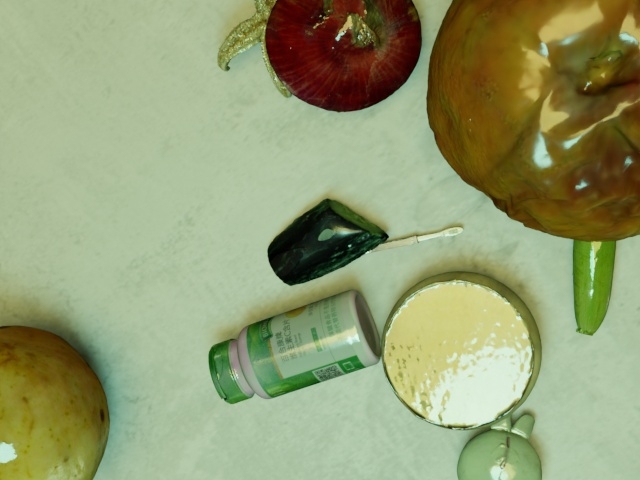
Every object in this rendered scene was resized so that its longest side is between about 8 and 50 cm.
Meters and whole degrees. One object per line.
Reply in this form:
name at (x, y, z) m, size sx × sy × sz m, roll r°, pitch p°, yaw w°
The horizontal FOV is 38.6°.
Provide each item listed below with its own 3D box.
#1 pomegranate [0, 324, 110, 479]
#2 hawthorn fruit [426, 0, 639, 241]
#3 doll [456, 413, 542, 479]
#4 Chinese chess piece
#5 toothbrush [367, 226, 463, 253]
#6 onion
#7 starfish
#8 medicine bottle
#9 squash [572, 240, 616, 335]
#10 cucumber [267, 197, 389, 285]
pomegranate at (-0.544, 0.349, 1.537) m, size 0.410 × 0.410 × 0.409 m, roll 2°, pitch 99°, yaw 11°
hawthorn fruit at (0.355, -0.201, 1.237) m, size 0.472 × 0.472 × 0.471 m, roll 2°, pitch 99°, yaw 11°
doll at (0.291, 0.417, 1.507) m, size 0.155 × 0.113 × 0.274 m, roll 14°, pitch 102°, yaw 12°
Chinese chess piece at (0.225, 0.178, 1.477) m, size 0.257 × 0.104 × 0.257 m, roll 1°, pitch 93°, yaw 15°
toothbrush at (0.143, 0.002, 1.523) m, size 0.194 × 0.017 × 0.014 m, roll -13°, pitch 92°, yaw 13°
onion at (0.039, -0.308, 1.411) m, size 0.248 × 0.161 × 0.248 m, roll -6°, pitch 128°, yaw -8°
starfish at (-0.064, -0.344, 1.477) m, size 0.238 × 0.071 × 0.216 m, roll -25°, pitch 101°, yaw 4°
medicine bottle at (-0.046, 0.185, 1.529) m, size 0.274 × 0.133 × 0.133 m, roll -21°, pitch 94°, yaw 14°
squash at (0.431, 0.056, 1.454) m, size 0.066 × 0.066 × 0.201 m, roll 5°, pitch 102°, yaw 10°
cucumber at (0.000, 0.000, 1.518) m, size 0.193 × 0.086 × 0.115 m, roll -32°, pitch 87°, yaw 23°
